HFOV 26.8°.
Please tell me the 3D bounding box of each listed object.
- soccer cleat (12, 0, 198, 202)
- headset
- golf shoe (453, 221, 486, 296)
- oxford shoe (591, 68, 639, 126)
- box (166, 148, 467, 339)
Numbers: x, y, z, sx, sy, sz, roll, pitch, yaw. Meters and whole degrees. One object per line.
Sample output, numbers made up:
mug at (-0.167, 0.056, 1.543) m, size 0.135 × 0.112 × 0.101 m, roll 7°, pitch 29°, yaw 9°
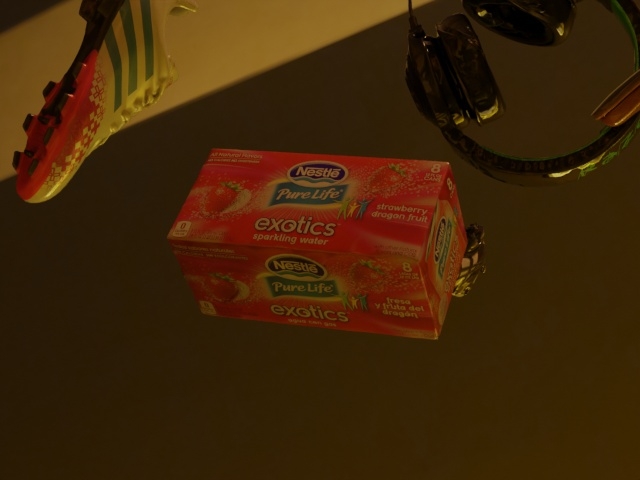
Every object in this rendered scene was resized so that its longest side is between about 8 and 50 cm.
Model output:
soccer cleat at (-0.251, -0.181, 1.631) m, size 0.143 × 0.116 × 0.331 m, roll 28°, pitch -99°, yaw -31°
headset at (0.173, -0.232, 1.440) m, size 0.394 × 0.243 × 0.185 m, roll 41°, pitch 179°, yaw 24°
golf shoe at (0.186, 0.056, 1.968) m, size 0.198 × 0.077 × 0.094 m, roll -38°, pitch -60°, yaw -35°
oxford shoe at (0.368, -0.162, 1.334) m, size 0.076 × 0.212 × 0.076 m, roll 60°, pitch 174°, yaw -1°
box at (0.000, 0.000, 1.304) m, size 0.122 × 0.257 × 0.128 m, roll 72°, pitch -149°, yaw -46°
